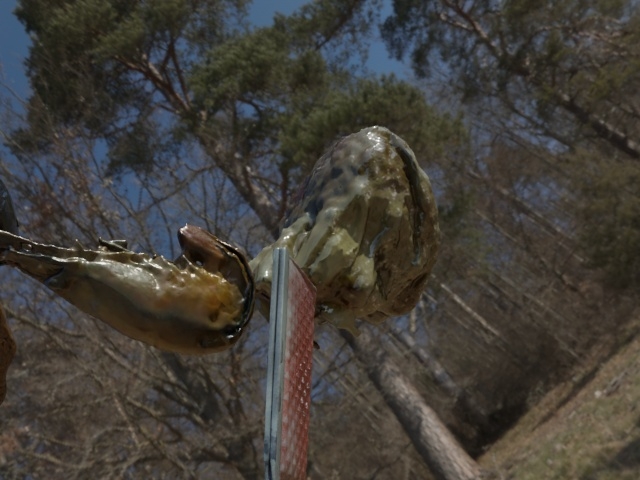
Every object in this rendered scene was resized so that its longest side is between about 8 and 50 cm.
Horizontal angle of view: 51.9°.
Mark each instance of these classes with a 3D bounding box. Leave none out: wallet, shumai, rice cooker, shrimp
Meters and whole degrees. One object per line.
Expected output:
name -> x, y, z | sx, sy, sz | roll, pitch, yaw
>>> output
wallet -> -0.025, 0.115, 0.574 | 0.020, 0.196, 0.103 | -6, -28, 14
shumai -> 0.000, 0.000, 0.912 | 0.262, 0.267, 0.314 | -18, -48, -46
rice cooker -> -0.589, -0.030, 1.155 | 0.106, 0.112, 0.165 | 2, -72, -17
shrimp -> -0.184, 0.019, 0.599 | 0.066, 0.262, 0.117 | -41, 22, 60

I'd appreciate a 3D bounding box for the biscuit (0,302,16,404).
biscuit -> -0.598, 0.169, 0.980 | 0.257, 0.049, 0.273 | -17, -73, -25
